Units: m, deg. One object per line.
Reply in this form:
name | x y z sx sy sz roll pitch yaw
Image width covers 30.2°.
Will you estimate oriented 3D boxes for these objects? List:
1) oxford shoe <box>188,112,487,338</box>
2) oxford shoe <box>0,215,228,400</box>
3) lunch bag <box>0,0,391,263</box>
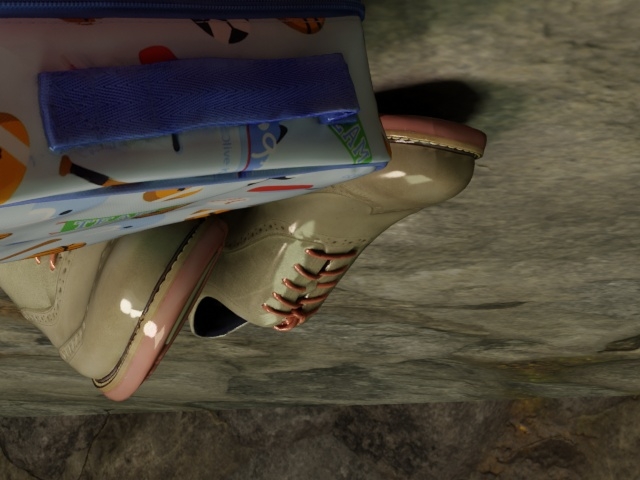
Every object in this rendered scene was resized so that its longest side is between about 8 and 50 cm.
oxford shoe | 0.000 0.000 0.854 0.123 0.130 0.348 10 164 -26
oxford shoe | -0.178 0.018 0.856 0.146 0.140 0.397 34 166 -16
lunch bag | -0.119 -0.055 0.552 0.243 0.115 0.303 -11 -178 44
